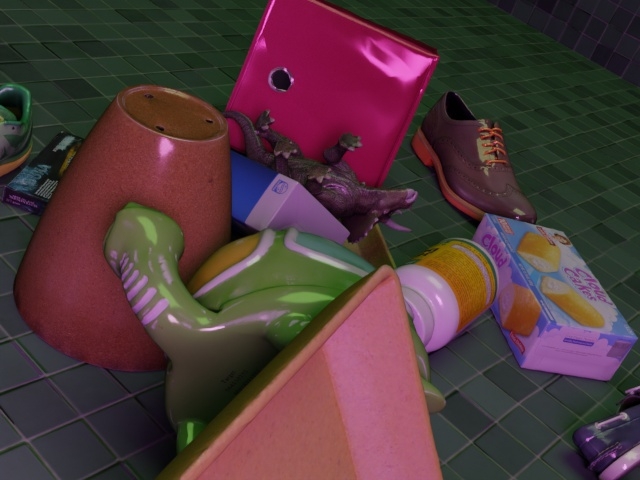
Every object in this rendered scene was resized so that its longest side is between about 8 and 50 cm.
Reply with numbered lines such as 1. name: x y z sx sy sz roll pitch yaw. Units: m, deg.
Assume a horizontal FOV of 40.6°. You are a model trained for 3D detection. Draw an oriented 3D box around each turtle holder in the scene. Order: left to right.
1. turtle holder: -0.057 0.101 0.842 0.320 0.243 0.227 6 35 -15

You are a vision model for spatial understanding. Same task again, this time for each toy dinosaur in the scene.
1. toy dinosaur: -0.027 -0.082 1.185 0.313 0.160 0.121 17 53 12

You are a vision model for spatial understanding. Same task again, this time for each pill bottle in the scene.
1. pill bottle: 0.144 0.077 1.135 0.117 0.118 0.208 35 33 20

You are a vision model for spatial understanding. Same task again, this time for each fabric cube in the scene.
1. fabric cube: 0.018 -0.231 1.363 0.258 0.254 0.259 25 15 0

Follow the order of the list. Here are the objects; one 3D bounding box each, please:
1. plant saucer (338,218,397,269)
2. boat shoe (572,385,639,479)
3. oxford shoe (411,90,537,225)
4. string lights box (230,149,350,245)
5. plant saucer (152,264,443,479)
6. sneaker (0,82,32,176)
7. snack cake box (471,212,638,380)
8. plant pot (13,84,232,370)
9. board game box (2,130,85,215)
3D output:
1. plant saucer: 0.000 0.000 1.233 0.188 0.045 0.188 10 33 -20
2. boat shoe: 0.408 0.229 1.101 0.254 0.095 0.079 -19 60 -37
3. oxford shoe: 0.284 -0.145 1.567 0.130 0.133 0.364 2 36 -32
4. string lights box: -0.102 -0.054 1.100 0.259 0.077 0.133 28 -10 40
5. plant saucer: -0.017 0.231 0.619 0.081 0.333 0.333 1 25 32
6. sneaker: -0.431 -0.111 1.042 0.109 0.123 0.295 19 31 -7
7. snack cake box: 0.333 0.079 1.288 0.152 0.089 0.264 10 33 -19
8. plant pot: -0.192 -0.032 0.948 0.237 0.254 0.237 17 29 -10
9. board game box: -0.326 -0.082 1.162 0.126 0.026 0.186 21 30 -3
